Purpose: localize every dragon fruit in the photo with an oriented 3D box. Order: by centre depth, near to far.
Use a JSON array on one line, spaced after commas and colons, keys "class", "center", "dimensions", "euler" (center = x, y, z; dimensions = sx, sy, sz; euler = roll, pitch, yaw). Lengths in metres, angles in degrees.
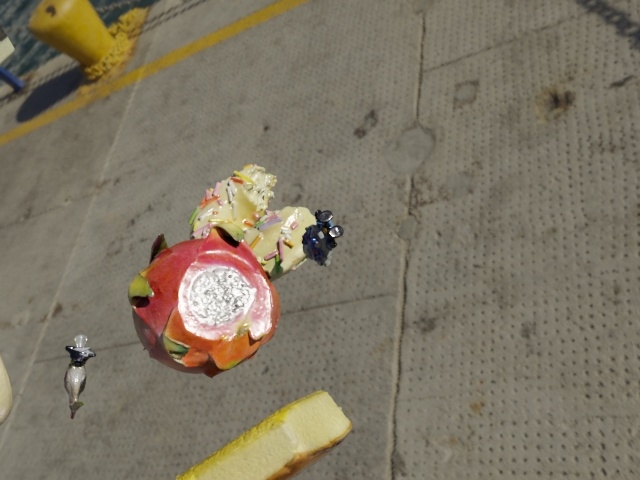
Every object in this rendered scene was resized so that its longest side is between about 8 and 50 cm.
[{"class": "dragon fruit", "center": [-0.210, 0.112, 1.289], "dimensions": [0.189, 0.290, 0.291], "euler": [128, 158, -58]}]

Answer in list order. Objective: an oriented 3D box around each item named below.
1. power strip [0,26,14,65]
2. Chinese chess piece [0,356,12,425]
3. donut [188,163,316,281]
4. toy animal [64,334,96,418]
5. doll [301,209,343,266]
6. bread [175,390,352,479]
[{"class": "power strip", "center": [-0.649, -0.297, 1.178], "dimensions": [0.256, 0.070, 0.105], "euler": [-14, 37, 16]}, {"class": "Chinese chess piece", "center": [-0.633, 0.226, 1.180], "dimensions": [0.249, 0.250, 0.103], "euler": [4, 20, 41]}, {"class": "donut", "center": [-0.186, -0.030, 1.723], "dimensions": [0.307, 0.150, 0.371], "euler": [-38, 42, -5]}, {"class": "toy animal", "center": [-0.590, 0.332, 1.679], "dimensions": [0.105, 0.070, 0.203], "euler": [166, 107, -66]}, {"class": "doll", "center": [0.000, 0.000, 1.421], "dimensions": [0.070, 0.195, 0.096], "euler": [-24, 77, -21]}, {"class": "bread", "center": [-0.123, 0.489, 1.553], "dimensions": [0.333, 0.323, 0.143], "euler": [-37, 77, 17]}]
